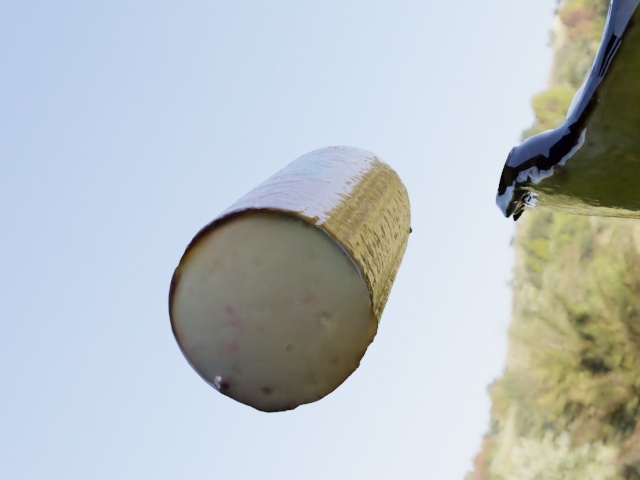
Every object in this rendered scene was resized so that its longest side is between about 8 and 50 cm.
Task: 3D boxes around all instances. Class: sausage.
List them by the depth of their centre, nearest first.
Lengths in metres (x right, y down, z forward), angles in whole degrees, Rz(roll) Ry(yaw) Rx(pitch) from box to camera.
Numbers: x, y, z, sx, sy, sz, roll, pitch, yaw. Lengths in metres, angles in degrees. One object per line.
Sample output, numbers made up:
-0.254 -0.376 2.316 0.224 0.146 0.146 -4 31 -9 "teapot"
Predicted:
0.000 0.000 0.475 0.234 0.071 0.071 -55 -18 -76 "sausage"

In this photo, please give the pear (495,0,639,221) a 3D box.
0.215 -0.085 0.477 0.267 0.178 0.267 -55 -16 -24 "pear"
